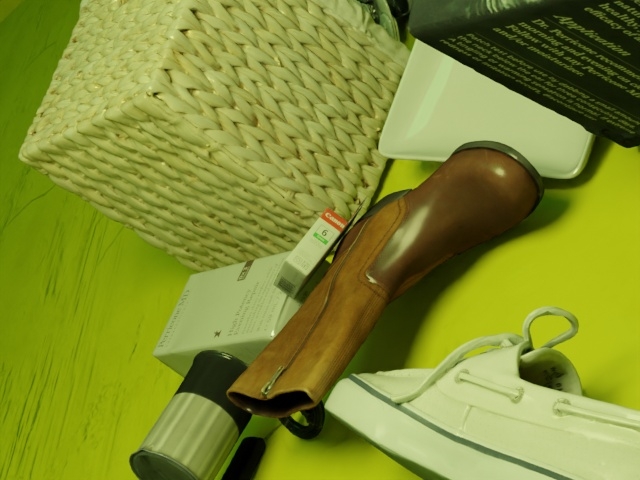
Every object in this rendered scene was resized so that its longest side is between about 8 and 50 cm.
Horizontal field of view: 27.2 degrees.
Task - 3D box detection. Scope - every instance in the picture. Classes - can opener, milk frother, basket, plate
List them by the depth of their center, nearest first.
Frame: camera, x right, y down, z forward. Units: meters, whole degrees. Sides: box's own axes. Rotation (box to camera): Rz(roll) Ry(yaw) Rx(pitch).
[{"bbox_3d":[-0.086,0.188,1.287,0.143,0.129,0.134,-28,24,49],"label":"milk frother"},{"bbox_3d":[0.204,-0.195,1.335,0.278,0.045,0.277,11,79,49],"label":"plate"},{"bbox_3d":[-0.119,-0.155,1.542,0.328,0.331,0.266,-14,47,50],"label":"basket"},{"bbox_3d":[0.051,-0.303,1.759,0.093,0.074,0.280,-22,22,-20],"label":"can opener"}]

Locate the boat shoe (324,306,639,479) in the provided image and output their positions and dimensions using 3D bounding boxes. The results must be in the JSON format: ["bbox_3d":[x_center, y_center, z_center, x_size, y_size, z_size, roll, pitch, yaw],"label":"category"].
[{"bbox_3d":[0.152,0.127,1.002,0.367,0.136,0.156,12,67,57],"label":"boat shoe"}]

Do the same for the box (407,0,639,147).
[{"bbox_3d":[0.358,-0.349,0.971,0.472,0.297,0.479,-2,72,54],"label":"box"}]

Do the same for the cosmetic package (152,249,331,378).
[{"bbox_3d":[-0.075,0.089,1.446,0.231,0.085,0.117,-13,45,48],"label":"cosmetic package"}]

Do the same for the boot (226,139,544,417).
[{"bbox_3d":[0.054,0.037,1.214,0.264,0.096,0.280,-13,29,51],"label":"boot"}]

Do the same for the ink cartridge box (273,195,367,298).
[{"bbox_3d":[0.000,0.000,1.334,0.115,0.029,0.063,-53,-4,-28],"label":"ink cartridge box"}]
